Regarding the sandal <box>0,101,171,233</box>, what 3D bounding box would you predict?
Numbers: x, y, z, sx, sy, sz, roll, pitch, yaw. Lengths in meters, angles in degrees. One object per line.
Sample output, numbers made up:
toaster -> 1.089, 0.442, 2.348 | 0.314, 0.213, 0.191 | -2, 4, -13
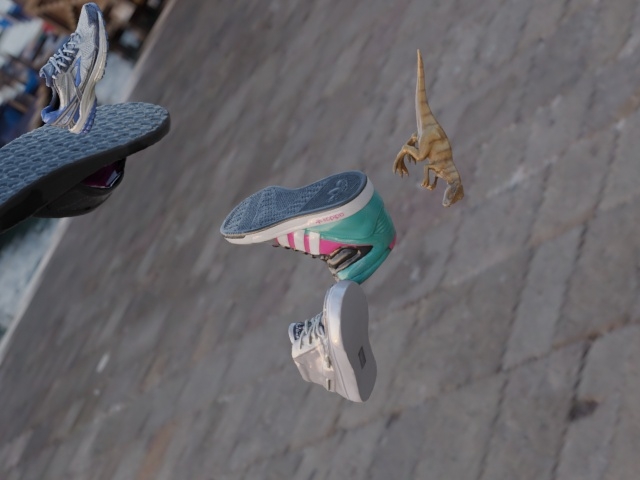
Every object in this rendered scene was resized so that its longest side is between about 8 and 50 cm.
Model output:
sandal -> -0.410, -0.081, 2.052 | 0.445, 0.107, 0.167 | -33, 41, -31

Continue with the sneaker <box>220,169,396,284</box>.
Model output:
sneaker -> 0.000, 0.000, 2.079 | 0.295, 0.178, 0.124 | -9, 39, 43

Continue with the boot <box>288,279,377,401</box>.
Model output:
boot -> 0.005, 0.145, 2.073 | 0.258, 0.123, 0.095 | 80, -148, -46

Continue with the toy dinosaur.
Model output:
toy dinosaur -> 0.149, -0.141, 1.903 | 0.112, 0.064, 0.212 | -29, 75, 43

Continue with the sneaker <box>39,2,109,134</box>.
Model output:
sneaker -> -0.246, -0.170, 1.379 | 0.052, 0.058, 0.135 | -132, 52, -59
